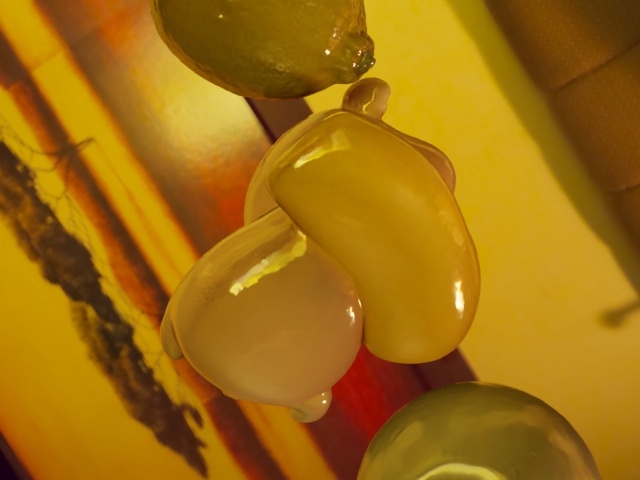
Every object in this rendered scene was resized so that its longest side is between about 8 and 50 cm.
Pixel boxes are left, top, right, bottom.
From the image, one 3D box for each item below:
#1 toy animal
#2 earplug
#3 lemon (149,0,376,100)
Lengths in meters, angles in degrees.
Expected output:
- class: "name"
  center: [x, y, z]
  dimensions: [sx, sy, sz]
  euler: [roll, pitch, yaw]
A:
- class: "toy animal"
  center: [0.016, 0.012, 0.973]
  dimensions: [0.277, 0.345, 0.247]
  euler: [27, -158, -22]
- class: "earplug"
  center: [0.120, 0.252, 0.701]
  dimensions: [0.175, 0.214, 0.325]
  euler: [-72, -23, -50]
- class: "lemon"
  center: [-0.055, -0.226, 0.871]
  dimensions: [0.248, 0.184, 0.184]
  euler: [34, -171, 3]
